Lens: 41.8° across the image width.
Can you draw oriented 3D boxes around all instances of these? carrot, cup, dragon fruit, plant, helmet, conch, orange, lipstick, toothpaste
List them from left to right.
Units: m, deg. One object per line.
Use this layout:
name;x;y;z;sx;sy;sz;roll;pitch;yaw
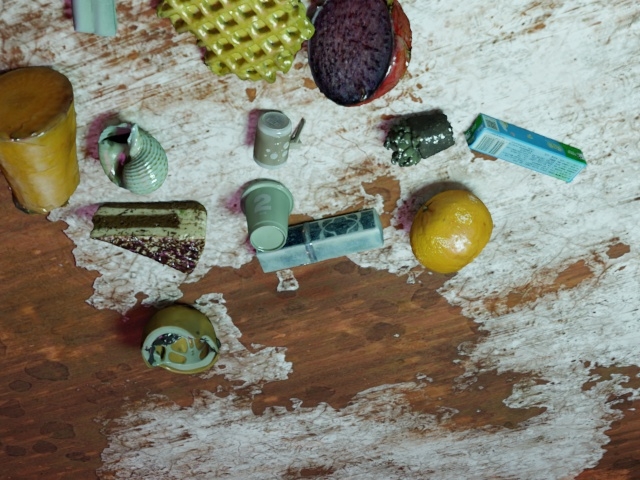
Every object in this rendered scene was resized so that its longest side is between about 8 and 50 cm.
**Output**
carrot;-0.536;-0.177;1.605;0.196;0.196;0.254;-3;144;-2
conch;-0.374;-0.165;1.686;0.135;0.102;0.153;-2;106;13
helmet;-0.352;0.239;2.112;0.199;0.130;0.224;-11;148;10
cup;-0.116;-0.048;1.810;0.120;0.141;0.120;-1;136;-1
cup;-0.082;-0.202;1.690;0.102;0.074;0.099;3;137;-9
lipstick;0.000;0.000;1.918;0.290;0.077;0.076;-12;137;6
dragon fruit;0.097;-0.349;1.489;0.148;0.218;0.223;-9;107;-42
plant;0.198;-0.207;1.702;0.143;0.092;0.094;-20;143;5
orange;0.282;-0.023;1.847;0.161;0.193;0.193;37;127;-6
toothpaste;0.433;-0.192;1.767;0.267;0.050;0.065;15;133;-21

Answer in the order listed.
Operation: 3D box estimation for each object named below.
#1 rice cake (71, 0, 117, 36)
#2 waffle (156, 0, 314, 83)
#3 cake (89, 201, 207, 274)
rice cake;-0.389;-0.446;1.420;0.080;0.042;0.221;1;138;-9
waffle;-0.152;-0.382;1.485;0.291;0.051;0.291;3;145;2
cake;-0.359;-0.038;1.824;0.246;0.112;0.135;23;128;-23
